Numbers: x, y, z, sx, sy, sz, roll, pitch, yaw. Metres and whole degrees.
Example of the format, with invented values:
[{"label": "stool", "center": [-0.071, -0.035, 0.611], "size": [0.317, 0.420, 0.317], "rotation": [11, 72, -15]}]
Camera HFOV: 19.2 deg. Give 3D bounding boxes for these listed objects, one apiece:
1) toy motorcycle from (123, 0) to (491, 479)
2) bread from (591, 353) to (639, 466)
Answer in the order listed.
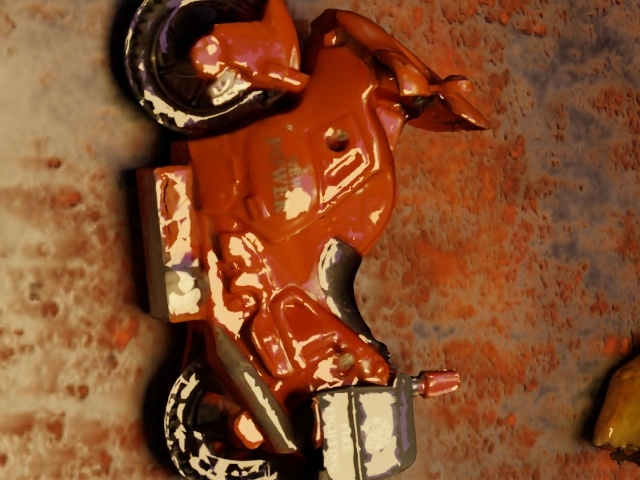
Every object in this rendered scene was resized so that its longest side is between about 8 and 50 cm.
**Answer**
[{"label": "toy motorcycle", "center": [0.000, 0.000, 1.135], "size": [0.221, 0.148, 0.325], "rotation": [-7, 94, -20]}, {"label": "bread", "center": [0.321, 0.123, 1.431], "size": [0.260, 0.129, 0.134], "rotation": [18, 72, -43]}]
